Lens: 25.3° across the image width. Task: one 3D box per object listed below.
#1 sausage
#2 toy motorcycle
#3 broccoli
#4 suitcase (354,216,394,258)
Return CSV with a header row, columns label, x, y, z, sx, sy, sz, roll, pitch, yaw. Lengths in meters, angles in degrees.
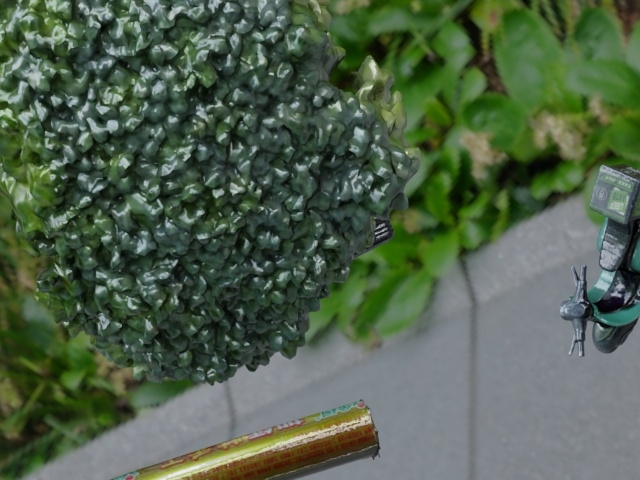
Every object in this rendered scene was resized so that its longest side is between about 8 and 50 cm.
label,x,y,z,sx,sy,sz,roll,pitch,yaw
sausage,-0.113,0.278,1.713,0.371,0.082,0.082,-15,28,-13
toy motorcycle,0.249,0.019,1.192,0.058,0.100,0.173,30,117,38
broccoli,-0.090,-0.096,0.916,0.277,0.338,0.318,-21,62,14
suitcase,0.000,0.000,1.247,0.126,0.059,0.086,-25,2,-10
